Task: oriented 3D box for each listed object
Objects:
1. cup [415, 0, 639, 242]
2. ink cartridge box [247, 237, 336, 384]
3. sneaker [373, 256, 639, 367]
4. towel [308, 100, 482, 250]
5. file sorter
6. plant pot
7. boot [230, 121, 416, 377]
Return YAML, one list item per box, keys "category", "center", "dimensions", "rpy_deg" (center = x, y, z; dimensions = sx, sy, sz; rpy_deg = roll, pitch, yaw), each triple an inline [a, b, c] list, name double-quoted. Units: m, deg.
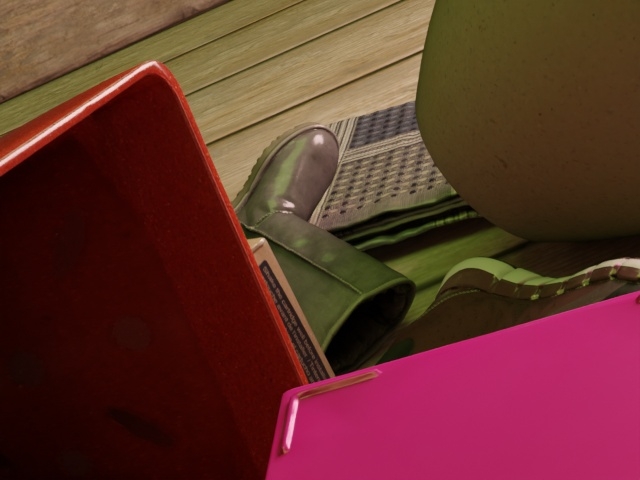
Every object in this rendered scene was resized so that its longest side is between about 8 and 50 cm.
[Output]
- category: "cup"
  center: [0.208, -0.130, 0.855]
  dimensions: [0.237, 0.331, 0.331]
  rpy_deg: [-44, 7, 38]
- category: "ink cartridge box"
  center: [-0.100, 0.104, 0.742]
  dimensions: [0.235, 0.193, 0.088]
  rpy_deg: [-4, 30, 40]
- category: "sneaker"
  center: [0.121, 0.094, 0.679]
  dimensions: [0.162, 0.106, 0.281]
  rpy_deg: [-40, 15, -21]
- category: "towel"
  center: [0.081, -0.068, 1.149]
  dimensions: [0.312, 0.056, 0.324]
  rpy_deg: [-15, 22, 17]
- category: "file sorter"
  center: [0.097, 0.176, 0.387]
  dimensions: [0.202, 0.182, 0.290]
  rpy_deg: [-18, 24, 14]
- category: "plant pot"
  center: [-0.168, 0.110, 0.505]
  dimensions: [0.236, 0.267, 0.267]
  rpy_deg: [-12, 20, 27]
- category: "boot"
  center: [0.002, 0.000, 0.946]
  dimensions: [0.189, 0.076, 0.208]
  rpy_deg: [-54, 36, -8]
